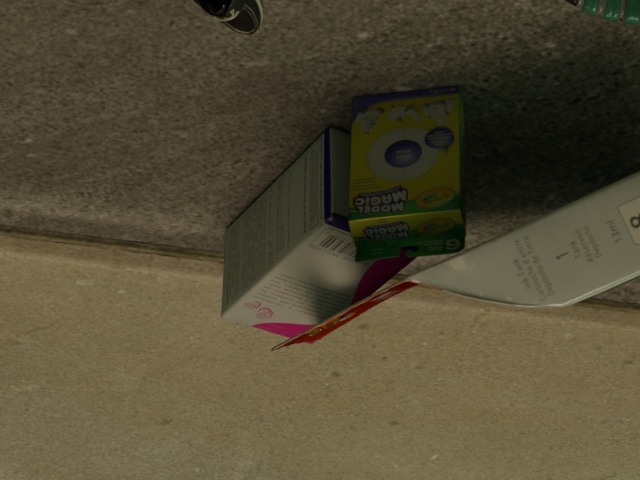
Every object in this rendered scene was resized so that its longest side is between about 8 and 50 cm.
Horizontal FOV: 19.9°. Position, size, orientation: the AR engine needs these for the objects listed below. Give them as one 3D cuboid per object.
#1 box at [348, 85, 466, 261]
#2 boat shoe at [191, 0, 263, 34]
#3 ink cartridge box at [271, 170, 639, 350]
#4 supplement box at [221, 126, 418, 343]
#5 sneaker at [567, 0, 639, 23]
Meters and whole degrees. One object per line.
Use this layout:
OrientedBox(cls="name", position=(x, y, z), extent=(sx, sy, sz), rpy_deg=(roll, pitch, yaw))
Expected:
OrientedBox(cls="box", position=(0.078, -0.059, 1.652), extent=(0.105, 0.179, 0.043), rpy_deg=(-6, 141, 10))
OrientedBox(cls="boat shoe", position=(-0.087, -0.210, 1.555), extent=(0.046, 0.038, 0.125), rpy_deg=(-12, 145, 19))
OrientedBox(cls="ink cartridge box", position=(0.164, 0.047, 1.678), extent=(0.385, 0.091, 0.308), rpy_deg=(-26, 176, 6))
OrientedBox(cls="supplement box", position=(0.000, 0.000, 1.810), extent=(0.111, 0.114, 0.220), rpy_deg=(18, 142, -26))
OrientedBox(cls="sneaker", position=(0.277, -0.213, 1.511), extent=(0.224, 0.083, 0.098), rpy_deg=(19, -172, 4))
